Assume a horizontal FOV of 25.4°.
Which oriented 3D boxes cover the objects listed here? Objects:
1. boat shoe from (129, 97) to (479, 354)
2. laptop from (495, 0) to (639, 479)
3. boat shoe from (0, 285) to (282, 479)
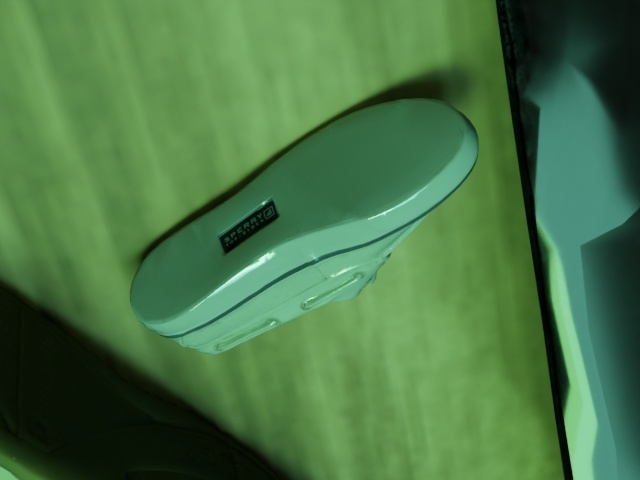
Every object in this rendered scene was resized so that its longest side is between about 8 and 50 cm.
[{"bbox_3d":[0.000,0.000,0.365,0.100,0.035,0.035,-33,139,15],"label":"boat shoe"},{"bbox_3d":[0.238,0.037,0.463,0.382,0.236,0.408,-11,159,-5],"label":"laptop"},{"bbox_3d":[-0.066,0.085,0.393,0.073,0.080,0.223,-33,124,20],"label":"boat shoe"}]
